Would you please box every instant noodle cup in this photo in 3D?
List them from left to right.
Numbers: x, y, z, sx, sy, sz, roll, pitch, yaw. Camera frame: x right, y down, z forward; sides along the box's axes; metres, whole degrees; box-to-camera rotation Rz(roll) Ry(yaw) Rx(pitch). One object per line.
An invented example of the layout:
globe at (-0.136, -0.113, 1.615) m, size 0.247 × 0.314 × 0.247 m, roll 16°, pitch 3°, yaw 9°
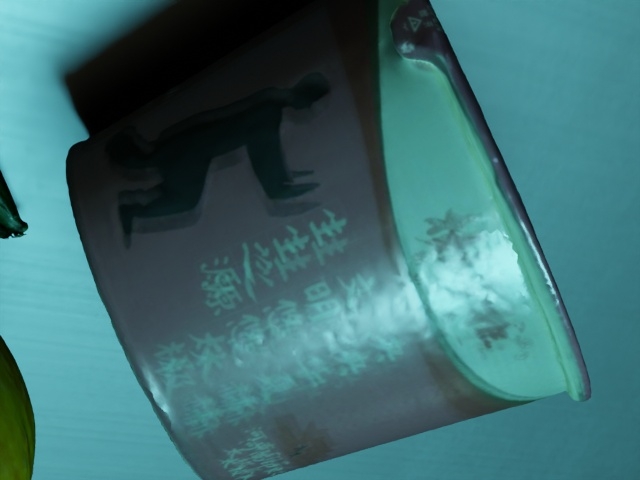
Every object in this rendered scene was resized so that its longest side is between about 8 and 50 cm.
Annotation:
instant noodle cup at (0.000, 0.000, 0.684) m, size 0.178 × 0.234 × 0.234 m, roll -23°, pitch 131°, yaw 4°

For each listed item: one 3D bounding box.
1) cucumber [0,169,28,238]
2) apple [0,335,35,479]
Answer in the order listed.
cucumber at (-0.179, -0.065, 0.661) m, size 0.033 × 0.036 × 0.184 m, roll -18°, pitch 128°, yaw 0°
apple at (-0.265, 0.121, 0.594) m, size 0.275 × 0.299 × 0.299 m, roll 16°, pitch 115°, yaw -18°
